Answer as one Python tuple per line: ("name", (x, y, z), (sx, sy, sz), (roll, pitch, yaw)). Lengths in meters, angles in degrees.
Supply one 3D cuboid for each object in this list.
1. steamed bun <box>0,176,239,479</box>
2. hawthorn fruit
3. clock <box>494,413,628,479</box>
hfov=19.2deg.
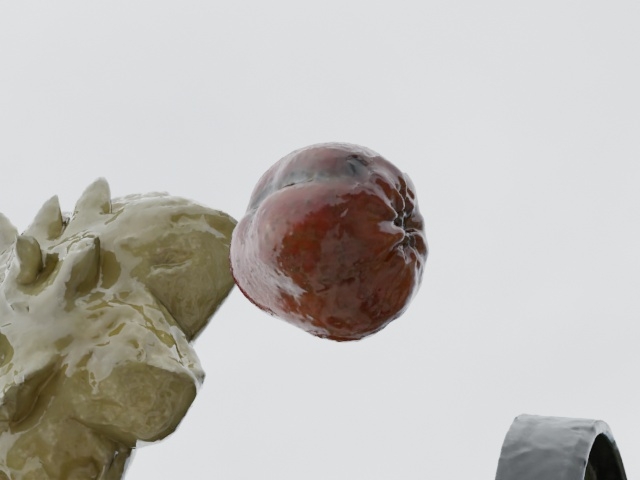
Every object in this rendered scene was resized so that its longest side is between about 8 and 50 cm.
("steamed bun", (-0.171, 0.068, 1.137), (0.137, 0.295, 0.292), (40, -61, -19))
("hawthorn fruit", (0.000, 0.000, 0.812), (0.093, 0.093, 0.093), (-19, -44, -19))
("clock", (0.163, 0.250, 1.219), (0.055, 0.280, 0.280), (-4, -38, 18))
